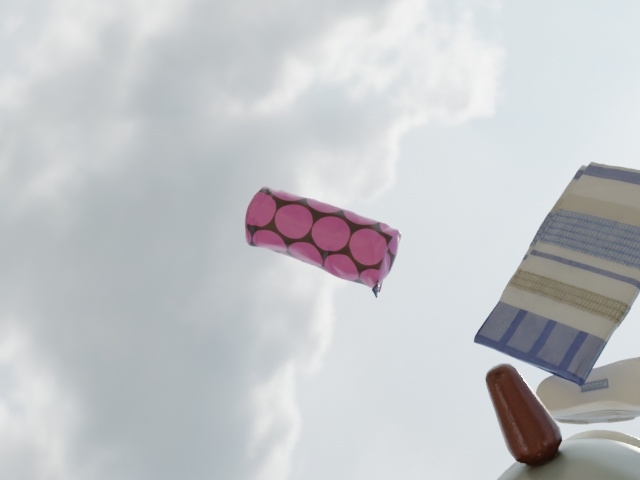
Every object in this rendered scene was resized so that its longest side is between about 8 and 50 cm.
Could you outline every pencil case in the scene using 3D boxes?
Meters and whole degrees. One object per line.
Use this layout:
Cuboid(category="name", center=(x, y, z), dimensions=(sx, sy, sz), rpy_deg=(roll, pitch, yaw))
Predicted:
Cuboid(category="pencil case", center=(0.000, 0.000, 1.678), dimensions=(0.098, 0.209, 0.095), rpy_deg=(98, 17, -53))

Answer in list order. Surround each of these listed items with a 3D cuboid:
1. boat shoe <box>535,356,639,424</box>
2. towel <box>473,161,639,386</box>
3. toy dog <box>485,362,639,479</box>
Cuboid(category="boat shoe", center=(0.344, 0.183, 1.422), dimensions=(0.184, 0.063, 0.066), rpy_deg=(-15, -125, 20))
Cuboid(category="towel", center=(0.321, 0.032, 1.483), dimensions=(0.285, 0.034, 0.209), rpy_deg=(-56, -150, -10))
Cuboid(category="toy dog", center=(0.191, 0.127, 0.538), dimensions=(0.333, 0.220, 0.161), rpy_deg=(-11, -69, 19))
